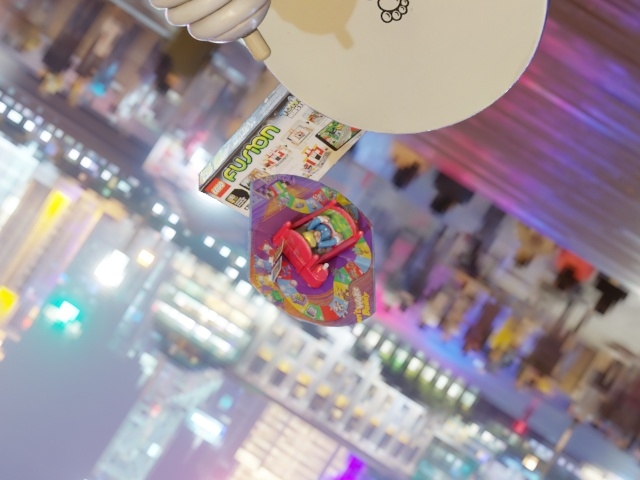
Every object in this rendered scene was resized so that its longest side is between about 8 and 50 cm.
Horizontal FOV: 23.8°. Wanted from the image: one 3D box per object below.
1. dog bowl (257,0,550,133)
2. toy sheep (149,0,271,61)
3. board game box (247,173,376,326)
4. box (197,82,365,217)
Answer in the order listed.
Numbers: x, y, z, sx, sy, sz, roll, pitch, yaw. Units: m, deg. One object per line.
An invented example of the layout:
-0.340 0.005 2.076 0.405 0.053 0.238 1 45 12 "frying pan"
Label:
0.065 -0.227 1.291 0.265 0.265 0.104 33 -148 -9 "dog bowl"
-0.069 -0.167 0.937 0.132 0.091 0.091 50 171 -19 "toy sheep"
0.000 0.000 1.404 0.133 0.169 0.033 18 139 -21 "board game box"
-0.042 -0.110 1.819 0.114 0.207 0.036 28 -146 -28 "box"
